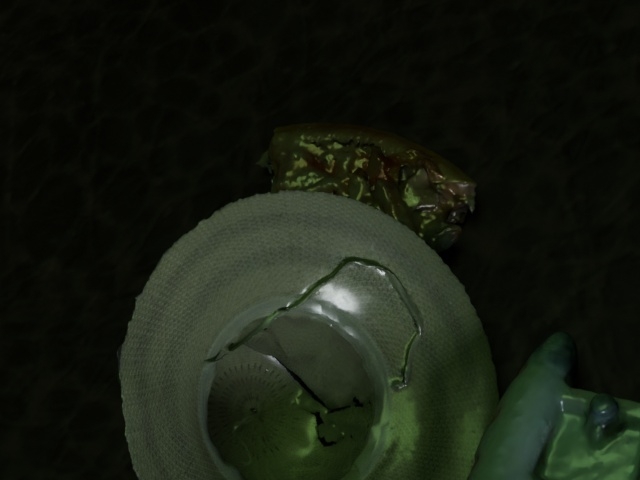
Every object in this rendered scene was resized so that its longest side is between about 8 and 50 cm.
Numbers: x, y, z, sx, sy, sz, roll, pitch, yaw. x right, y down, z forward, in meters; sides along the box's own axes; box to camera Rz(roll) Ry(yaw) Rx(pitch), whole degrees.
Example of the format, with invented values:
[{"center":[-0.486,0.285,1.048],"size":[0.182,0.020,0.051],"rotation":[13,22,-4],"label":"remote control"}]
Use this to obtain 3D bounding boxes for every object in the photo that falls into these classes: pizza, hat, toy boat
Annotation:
[{"center":[0.000,0.000,0.881],"size":[0.185,0.052,0.195],"rotation":[16,67,33],"label":"pizza"},{"center":[-0.022,0.103,0.777],"size":[0.110,0.252,0.252],"rotation":[-27,36,61],"label":"hat"},{"center":[0.144,0.143,0.713],"size":[0.134,0.079,0.207],"rotation":[13,63,24],"label":"toy boat"}]
